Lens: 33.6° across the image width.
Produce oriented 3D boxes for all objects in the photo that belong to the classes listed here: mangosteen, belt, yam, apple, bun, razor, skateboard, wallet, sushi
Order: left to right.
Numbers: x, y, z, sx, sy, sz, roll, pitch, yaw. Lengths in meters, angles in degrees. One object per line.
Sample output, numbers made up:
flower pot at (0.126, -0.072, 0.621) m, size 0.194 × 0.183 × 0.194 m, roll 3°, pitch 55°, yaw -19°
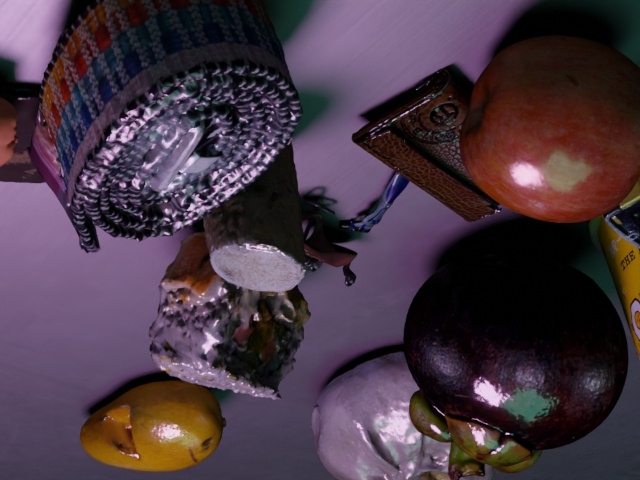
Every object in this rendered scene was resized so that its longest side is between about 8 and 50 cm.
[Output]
wallet at (-0.332, -0.111, 1.135) m, size 0.082 × 0.018 × 0.156 m, roll 1°, pitch 149°, yaw -11°
belt at (-0.151, -0.130, 1.010) m, size 0.207 × 0.160 × 0.295 m, roll -8°, pitch 154°, yaw -32°
sushi at (-0.108, 0.102, 1.340) m, size 0.139 × 0.184 × 0.274 m, roll 10°, pitch 161°, yaw 31°
yam at (-0.074, -0.040, 1.127) m, size 0.107 × 0.194 × 0.107 m, roll -7°, pitch 147°, yaw -4°
skateboard at (0.000, 0.000, 1.324) m, size 0.067 × 0.080 × 0.151 m, roll 22°, pitch 177°, yaw 30°
razor at (0.075, -0.045, 1.299) m, size 0.044 × 0.028 × 0.154 m, roll 10°, pitch 145°, yaw -23°
bun at (0.152, 0.318, 1.742) m, size 0.354 × 0.194 × 0.354 m, roll -5°, pitch 147°, yaw -3°
wallet at (0.158, -0.096, 1.215) m, size 0.133 × 0.039 × 0.243 m, roll -30°, pitch 141°, yaw 27°
mangosteen at (0.256, 0.162, 1.396) m, size 0.300 × 0.300 × 0.300 m, roll -4°, pitch 148°, yaw -3°
apple at (0.235, -0.112, 1.068) m, size 0.174 × 0.188 × 0.188 m, roll 15°, pitch 144°, yaw -11°

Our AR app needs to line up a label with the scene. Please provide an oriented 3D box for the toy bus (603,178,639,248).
toy bus at (0.424, -0.110, 1.137) m, size 0.262 × 0.150 × 0.128 m, roll -34°, pitch 138°, yaw 29°

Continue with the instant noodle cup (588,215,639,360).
instant noodle cup at (0.517, 0.063, 1.320) m, size 0.325 × 0.254 × 0.325 m, roll -3°, pitch 151°, yaw -1°

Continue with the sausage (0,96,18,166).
sausage at (-0.432, -0.092, 1.000) m, size 0.289 × 0.086 × 0.086 m, roll -9°, pitch 152°, yaw -28°

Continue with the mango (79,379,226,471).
mango at (-0.276, 0.306, 1.718) m, size 0.262 × 0.130 × 0.167 m, roll -23°, pitch 139°, yaw 33°
